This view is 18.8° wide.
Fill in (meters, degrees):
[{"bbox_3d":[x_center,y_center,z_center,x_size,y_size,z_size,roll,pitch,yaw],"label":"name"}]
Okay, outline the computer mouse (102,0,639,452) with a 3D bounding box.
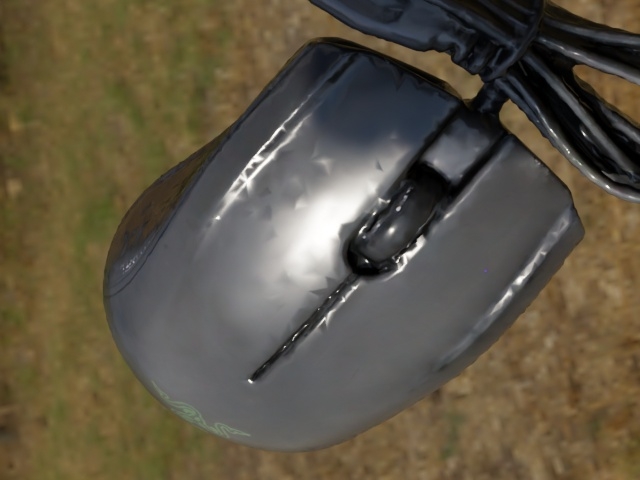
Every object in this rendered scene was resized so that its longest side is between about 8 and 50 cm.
[{"bbox_3d":[0.000,0.000,0.652,0.272,0.188,0.072,-49,15,48],"label":"computer mouse"}]
